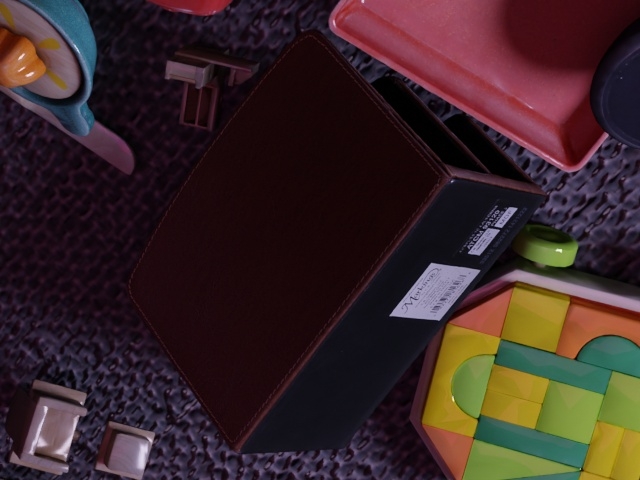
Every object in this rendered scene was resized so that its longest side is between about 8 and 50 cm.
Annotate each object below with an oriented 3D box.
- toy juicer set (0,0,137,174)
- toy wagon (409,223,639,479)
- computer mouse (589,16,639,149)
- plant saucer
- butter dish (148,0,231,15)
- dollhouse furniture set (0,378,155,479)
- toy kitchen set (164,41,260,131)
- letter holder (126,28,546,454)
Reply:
[{"bbox_3d":[-0.272,-0.177,1.300,0.209,0.089,0.329,23,148,17],"label":"toy juicer set"},{"bbox_3d":[0.258,0.143,1.365,0.344,0.068,0.267,15,110,7],"label":"toy wagon"},{"bbox_3d":[0.342,-0.137,1.234,0.272,0.072,0.189,-5,127,0],"label":"computer mouse"},{"bbox_3d":[0.177,-0.217,1.242,0.258,0.048,0.259,28,113,-20],"label":"plant saucer"},{"bbox_3d":[-0.114,-0.241,1.294,0.160,0.160,0.118,21,135,5],"label":"butter dish"},{"bbox_3d":[-0.156,0.320,1.506,0.355,0.174,0.303,17,87,-17],"label":"dollhouse furniture set"},{"bbox_3d":[-0.092,-0.123,1.344,0.068,0.083,0.075,13,110,8],"label":"toy kitchen set"},{"bbox_3d":[0.000,0.000,1.332,0.214,0.152,0.302,50,114,30],"label":"letter holder"}]
